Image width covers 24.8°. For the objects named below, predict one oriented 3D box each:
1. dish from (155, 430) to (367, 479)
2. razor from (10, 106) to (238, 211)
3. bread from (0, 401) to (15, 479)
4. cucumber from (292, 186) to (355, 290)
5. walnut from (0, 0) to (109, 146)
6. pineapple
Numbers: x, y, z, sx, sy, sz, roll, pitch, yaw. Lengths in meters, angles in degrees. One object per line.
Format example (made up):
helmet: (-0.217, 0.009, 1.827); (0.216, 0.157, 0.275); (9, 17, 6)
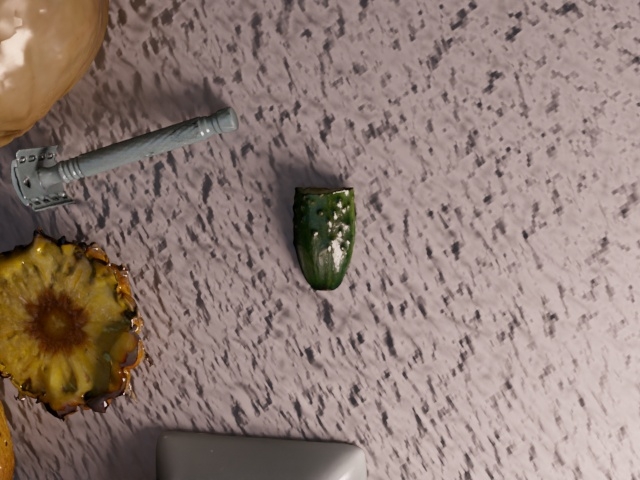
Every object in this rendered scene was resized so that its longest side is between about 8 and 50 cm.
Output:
dish: (-0.074, 0.301, 1.514); (0.243, 0.080, 0.182); (1, 99, 21)
razor: (-0.195, -0.091, 1.499); (0.232, 0.106, 0.068); (-16, 93, 15)
bread: (-0.413, 0.181, 1.557); (0.139, 0.240, 0.240); (-23, 90, -14)
cucumber: (0.000, 0.000, 1.455); (0.067, 0.035, 0.107); (3, 102, 20)
walnut: (-0.374, -0.264, 1.412); (0.381, 0.381, 0.381); (4, 101, 22)
pineapple: (-0.270, 0.086, 1.558); (0.224, 0.076, 0.225); (6, 105, 23)
